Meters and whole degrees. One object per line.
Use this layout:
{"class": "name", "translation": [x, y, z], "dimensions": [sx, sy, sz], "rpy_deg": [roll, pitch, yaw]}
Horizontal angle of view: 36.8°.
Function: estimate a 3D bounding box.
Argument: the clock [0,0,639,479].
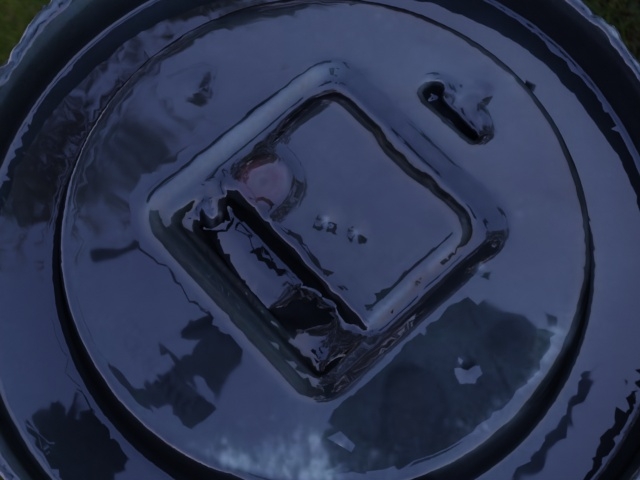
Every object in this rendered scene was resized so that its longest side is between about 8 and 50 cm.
{"class": "clock", "translation": [0.000, 0.000, 0.365], "dimensions": [0.280, 0.055, 0.281], "rpy_deg": [0, 70, -1]}
